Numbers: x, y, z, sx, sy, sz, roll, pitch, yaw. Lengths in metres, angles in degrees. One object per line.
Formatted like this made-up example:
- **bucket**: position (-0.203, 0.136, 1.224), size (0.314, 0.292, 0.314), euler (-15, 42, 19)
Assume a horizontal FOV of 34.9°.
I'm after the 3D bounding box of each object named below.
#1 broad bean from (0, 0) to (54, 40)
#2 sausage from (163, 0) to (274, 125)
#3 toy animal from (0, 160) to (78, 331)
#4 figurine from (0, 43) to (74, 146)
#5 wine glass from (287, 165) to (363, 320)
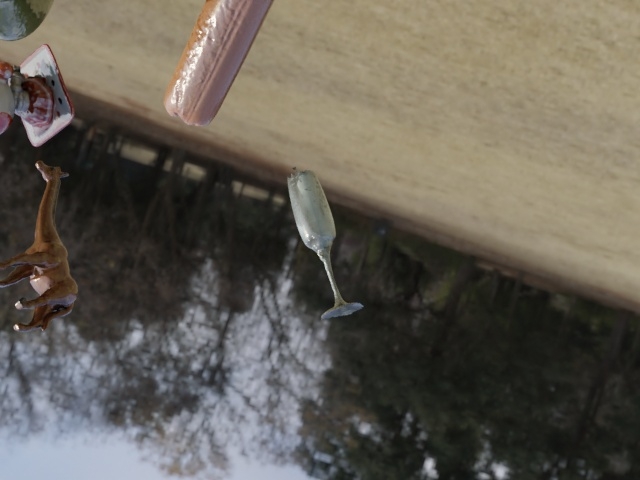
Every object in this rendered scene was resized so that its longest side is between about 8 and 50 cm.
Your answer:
- **broad bean**: position (-0.414, -0.359, 1.307), size (0.121, 0.189, 0.263), euler (3, 174, 0)
- **sausage**: position (-0.139, -0.285, 1.439), size (0.086, 0.289, 0.086), euler (22, -148, -15)
- **toy animal**: position (-0.424, 0.006, 1.545), size (0.066, 0.224, 0.230), euler (-20, -167, 31)
- **figurine**: position (-0.618, -0.252, 1.906), size (0.226, 0.160, 0.183), euler (-20, 177, -44)
- **wine glass**: position (0.000, 0.000, 1.670), size (0.074, 0.262, 0.074), euler (-15, 159, -6)
